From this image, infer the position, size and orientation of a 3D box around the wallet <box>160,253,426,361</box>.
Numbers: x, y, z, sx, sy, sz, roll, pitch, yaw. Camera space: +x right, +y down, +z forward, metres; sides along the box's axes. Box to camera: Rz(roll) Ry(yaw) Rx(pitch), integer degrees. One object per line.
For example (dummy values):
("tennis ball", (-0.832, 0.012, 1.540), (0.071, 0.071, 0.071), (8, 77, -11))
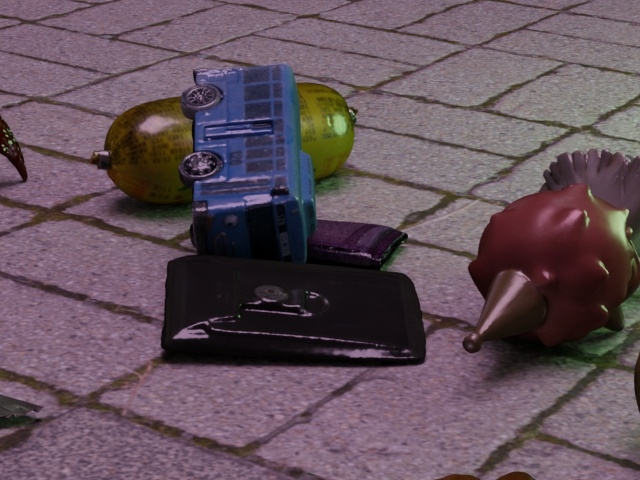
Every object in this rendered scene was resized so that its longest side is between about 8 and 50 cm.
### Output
("wallet", (-0.025, 0.064, 1.510), (0.245, 0.052, 0.168), (3, 24, -4))

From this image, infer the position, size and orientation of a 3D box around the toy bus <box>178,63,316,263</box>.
("toy bus", (-0.074, -0.071, 1.652), (0.134, 0.116, 0.234), (-5, 44, 0))

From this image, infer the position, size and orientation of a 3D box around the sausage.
("sausage", (-0.103, -0.113, 1.857), (0.347, 0.123, 0.123), (-11, 24, -28))

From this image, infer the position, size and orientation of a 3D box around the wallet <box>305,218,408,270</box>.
("wallet", (0.000, -0.001, 1.700), (0.166, 0.030, 0.111), (7, 22, 16))

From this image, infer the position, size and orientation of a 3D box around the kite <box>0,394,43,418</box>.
("kite", (-0.335, 0.156, 1.287), (0.229, 0.012, 0.250), (-10, 24, -20))

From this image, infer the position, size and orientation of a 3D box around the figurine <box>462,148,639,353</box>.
("figurine", (0.241, 0.019, 1.518), (0.207, 0.166, 0.387), (-26, 8, 32))

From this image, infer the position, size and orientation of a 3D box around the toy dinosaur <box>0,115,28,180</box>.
("toy dinosaur", (-0.532, -0.114, 1.858), (0.327, 0.113, 0.206), (-24, 65, -12))

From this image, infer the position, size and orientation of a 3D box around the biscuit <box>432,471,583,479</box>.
("biscuit", (0.128, 0.237, 0.995), (0.326, 0.107, 0.325), (4, 18, -1))

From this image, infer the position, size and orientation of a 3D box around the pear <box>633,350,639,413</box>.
("pear", (0.334, 0.112, 1.279), (0.167, 0.136, 0.167), (4, 25, -2))
